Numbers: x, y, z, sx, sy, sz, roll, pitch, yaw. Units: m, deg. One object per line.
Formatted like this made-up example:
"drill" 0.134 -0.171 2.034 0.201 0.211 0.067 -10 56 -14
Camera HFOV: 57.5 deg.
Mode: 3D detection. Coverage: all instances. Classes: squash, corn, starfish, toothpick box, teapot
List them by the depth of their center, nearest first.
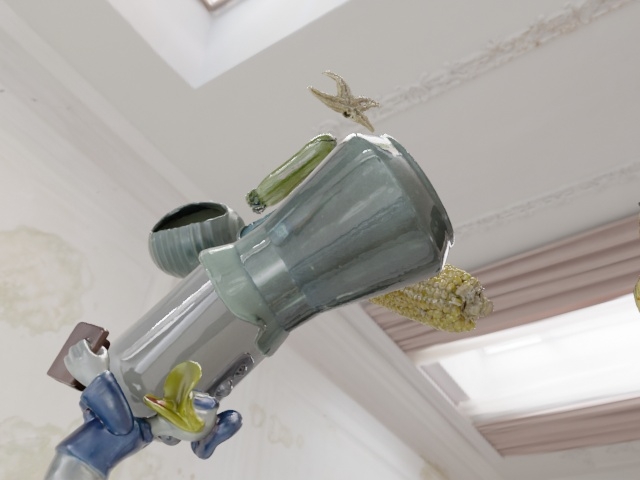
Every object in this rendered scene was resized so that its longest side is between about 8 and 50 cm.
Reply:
"teapot" 0.000 0.000 0.613 0.171 0.225 0.203 60 177 -32
"squash" -0.045 -0.111 0.961 0.052 0.183 0.052 49 177 4
"toothpick box" -0.231 0.209 1.003 0.316 0.229 0.229 -44 -65 -25
"corn" 0.168 0.085 1.075 0.119 0.321 0.119 -19 -63 -42
"starfish" 0.076 -0.408 1.669 0.247 0.050 0.138 28 -130 -26

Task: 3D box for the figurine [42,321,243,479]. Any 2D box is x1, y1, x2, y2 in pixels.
"figurine" -0.274 0.251 0.791 0.338 0.205 0.284 1 -124 -28

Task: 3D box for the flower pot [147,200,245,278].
"flower pot" -0.294 0.002 1.401 0.189 0.242 0.157 -78 -23 -54

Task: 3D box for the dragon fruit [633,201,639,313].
"dragon fruit" 0.500 0.000 0.705 0.305 0.225 0.306 7 -103 -30
